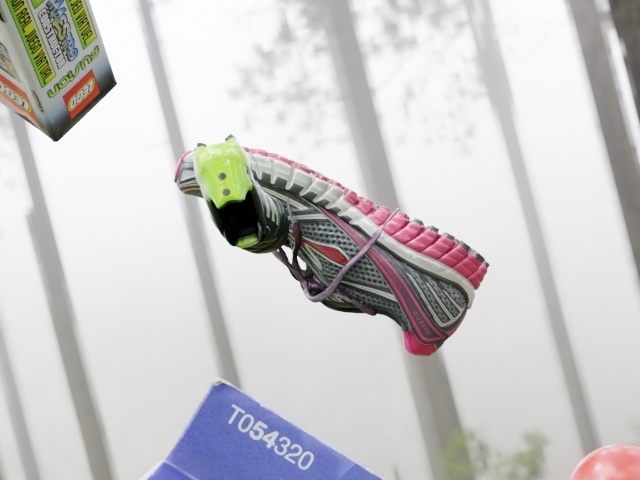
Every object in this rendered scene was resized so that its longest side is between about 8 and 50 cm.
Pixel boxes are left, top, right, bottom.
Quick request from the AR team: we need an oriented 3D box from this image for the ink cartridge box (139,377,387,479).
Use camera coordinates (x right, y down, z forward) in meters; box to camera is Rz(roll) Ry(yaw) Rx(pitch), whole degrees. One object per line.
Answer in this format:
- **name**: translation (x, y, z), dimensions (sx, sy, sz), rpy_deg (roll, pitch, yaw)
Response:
- **ink cartridge box**: translation (-0.028, 0.316, 1.182), dimensions (0.330, 0.324, 0.071), rpy_deg (-59, -4, -2)

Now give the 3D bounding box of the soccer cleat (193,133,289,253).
- **soccer cleat**: translation (-0.063, -0.018, 1.381), dimensions (0.060, 0.072, 0.179), rpy_deg (-17, -27, 6)

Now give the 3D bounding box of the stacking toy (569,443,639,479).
- **stacking toy**: translation (0.351, 0.231, 1.300), dimensions (0.330, 0.141, 0.141), rpy_deg (13, 10, 18)

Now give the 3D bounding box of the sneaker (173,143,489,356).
- **sneaker**: translation (0.000, 0.000, 1.547), dimensions (0.299, 0.112, 0.121), rpy_deg (26, -2, 4)

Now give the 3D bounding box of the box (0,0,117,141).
- **box**: translation (-0.171, -0.130, 0.636), dimensions (0.036, 0.207, 0.114), rpy_deg (-47, -23, -19)
